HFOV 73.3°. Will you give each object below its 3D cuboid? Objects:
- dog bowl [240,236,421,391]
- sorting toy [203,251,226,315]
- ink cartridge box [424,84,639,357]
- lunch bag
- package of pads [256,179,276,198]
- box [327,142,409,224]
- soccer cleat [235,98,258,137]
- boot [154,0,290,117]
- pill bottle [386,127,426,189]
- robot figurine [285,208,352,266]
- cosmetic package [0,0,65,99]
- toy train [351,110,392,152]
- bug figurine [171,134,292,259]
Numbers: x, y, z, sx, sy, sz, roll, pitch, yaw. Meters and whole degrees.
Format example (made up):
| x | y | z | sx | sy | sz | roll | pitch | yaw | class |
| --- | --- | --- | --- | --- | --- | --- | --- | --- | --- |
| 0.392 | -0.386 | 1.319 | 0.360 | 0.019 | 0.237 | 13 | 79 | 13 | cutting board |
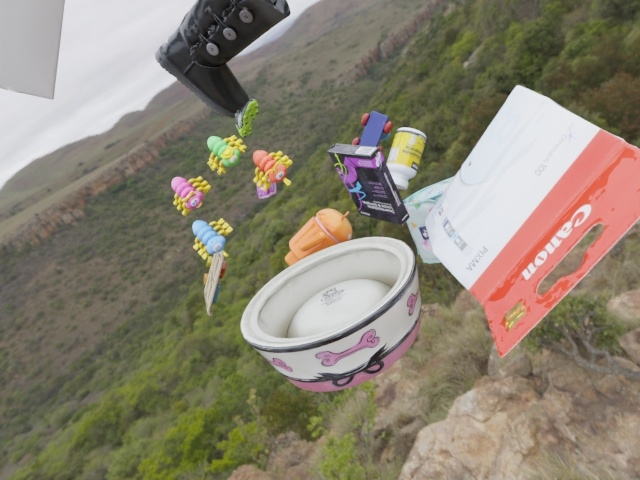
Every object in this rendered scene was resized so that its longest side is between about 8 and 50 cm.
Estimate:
| x | y | z | sx | sy | sz | roll | pitch | yaw | class |
| --- | --- | --- | --- | --- | --- | --- | --- | --- | --- |
| 0.038 | 0.157 | 0.953 | 0.407 | 0.151 | 0.408 | -23 | 20 | 9 | dog bowl |
| -0.383 | 0.117 | 1.555 | 0.307 | 0.041 | 0.229 | -148 | 69 | -69 | sorting toy |
| 0.298 | -0.058 | 0.674 | 0.308 | 0.091 | 0.385 | -60 | 7 | 26 | ink cartridge box |
| 0.397 | -0.067 | 1.314 | 0.262 | 0.224 | 0.160 | -23 | 17 | 12 | lunch bag |
| -0.143 | -0.143 | 1.147 | 0.031 | 0.050 | 0.083 | -6 | 12 | 12 | package of pads |
| 0.089 | -0.103 | 0.793 | 0.029 | 0.162 | 0.116 | -47 | 37 | -19 | box |
| -0.248 | -0.409 | 1.407 | 0.060 | 0.072 | 0.179 | -31 | -9 | -28 | soccer cleat |
| -0.258 | -0.619 | 1.374 | 0.444 | 0.366 | 0.146 | -27 | 51 | 35 | boot |
| 0.273 | -0.265 | 1.404 | 0.103 | 0.103 | 0.184 | 15 | 88 | 59 | pill bottle |
| 0.000 | 0.001 | 1.206 | 0.219 | 0.158 | 0.128 | -45 | 46 | 11 | robot figurine |
| -0.805 | -0.594 | 1.154 | 0.155 | 0.196 | 0.366 | 45 | 120 | 49 | cosmetic package |
| 0.173 | -0.314 | 1.515 | 0.248 | 0.105 | 0.143 | -68 | -15 | 9 | toy train |
| -0.200 | -0.108 | 0.893 | 0.216 | 0.072 | 0.279 | 38 | 86 | 21 | bug figurine |
